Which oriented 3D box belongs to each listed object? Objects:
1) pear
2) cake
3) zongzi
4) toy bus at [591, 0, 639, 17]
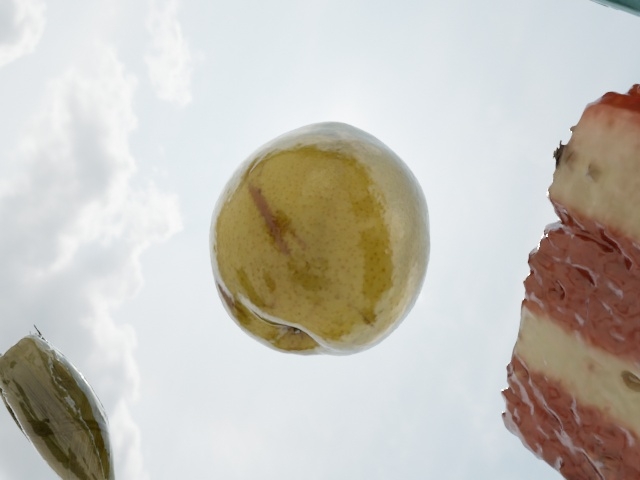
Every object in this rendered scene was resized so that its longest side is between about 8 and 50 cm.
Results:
[{"bbox_3d":[0.000,0.000,0.881,0.314,0.314,0.315,-2,-94,33],"label":"pear"},{"bbox_3d":[0.339,0.059,0.501,0.269,0.269,0.320,36,-54,54],"label":"cake"},{"bbox_3d":[-0.317,0.218,0.803,0.197,0.099,0.195,18,-41,60],"label":"zongzi"},{"bbox_3d":[0.239,-0.232,0.540,0.092,0.160,0.079,50,-52,44],"label":"toy bus"}]
